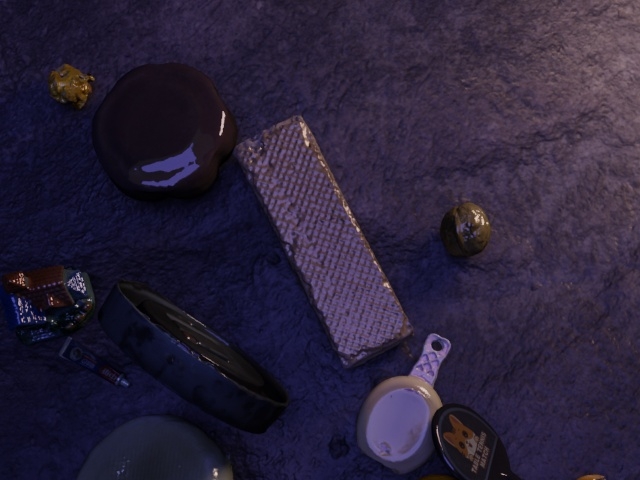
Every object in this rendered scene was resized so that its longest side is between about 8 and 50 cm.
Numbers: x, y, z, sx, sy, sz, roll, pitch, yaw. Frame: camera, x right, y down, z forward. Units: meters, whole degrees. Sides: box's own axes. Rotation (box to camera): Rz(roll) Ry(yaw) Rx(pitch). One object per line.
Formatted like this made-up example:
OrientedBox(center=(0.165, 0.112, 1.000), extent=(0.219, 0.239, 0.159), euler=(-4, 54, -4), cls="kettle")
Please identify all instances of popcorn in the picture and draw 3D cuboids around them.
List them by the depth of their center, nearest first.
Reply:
OrientedBox(center=(-0.441, -0.264, 1.811), extent=(0.084, 0.084, 0.084), euler=(-1, 78, 5), cls="popcorn")

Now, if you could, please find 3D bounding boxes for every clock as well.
OrientedBox(center=(-0.192, 0.176, 1.563), extent=(0.325, 0.325, 0.067), euler=(36, 90, 11), cls="clock")

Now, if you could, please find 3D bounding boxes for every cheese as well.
OrientedBox(center=(0.146, 0.257, 1.645), extent=(0.137, 0.064, 0.227), euler=(26, 81, 8), cls="cheese")

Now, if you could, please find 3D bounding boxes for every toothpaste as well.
OrientedBox(center=(-0.378, 0.210, 1.726), extent=(0.140, 0.021, 0.037), euler=(28, 81, 13), cls="toothpaste")

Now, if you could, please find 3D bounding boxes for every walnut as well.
OrientedBox(center=(0.238, -0.017, 1.684), extent=(0.092, 0.092, 0.092), euler=(-1, 78, 5), cls="walnut")

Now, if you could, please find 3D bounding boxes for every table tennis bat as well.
OrientedBox(center=(0.263, 0.348, 1.596), extent=(0.236, 0.150, 0.027), euler=(40, 125, -6), cls="table tennis bat")

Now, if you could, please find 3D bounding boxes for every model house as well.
OrientedBox(center=(-0.464, 0.098, 1.691), extent=(0.148, 0.148, 0.119), euler=(-14, 78, 4), cls="model house")

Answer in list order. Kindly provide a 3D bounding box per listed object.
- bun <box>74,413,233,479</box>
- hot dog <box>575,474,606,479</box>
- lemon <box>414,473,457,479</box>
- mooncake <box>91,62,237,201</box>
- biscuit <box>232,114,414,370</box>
OrientedBox(center=(-0.248, 0.419, 1.598), extent=(0.283, 0.179, 0.283), euler=(-10, 56, 15), cls="bun")
OrientedBox(center=(0.365, 0.516, 1.551), extent=(0.135, 0.100, 0.337), euler=(34, 83, 10), cls="hot dog")
OrientedBox(center=(0.166, 0.437, 1.567), extent=(0.187, 0.142, 0.142), euler=(-41, 77, 10), cls="lemon")
OrientedBox(center=(-0.262, -0.178, 1.736), extent=(0.245, 0.133, 0.245), euler=(-1, 78, 5), cls="mooncake")
OrientedBox(center=(0.000, 0.000, 1.704), extent=(0.144, 0.078, 0.426), euler=(-26, 76, 0), cls="biscuit")
